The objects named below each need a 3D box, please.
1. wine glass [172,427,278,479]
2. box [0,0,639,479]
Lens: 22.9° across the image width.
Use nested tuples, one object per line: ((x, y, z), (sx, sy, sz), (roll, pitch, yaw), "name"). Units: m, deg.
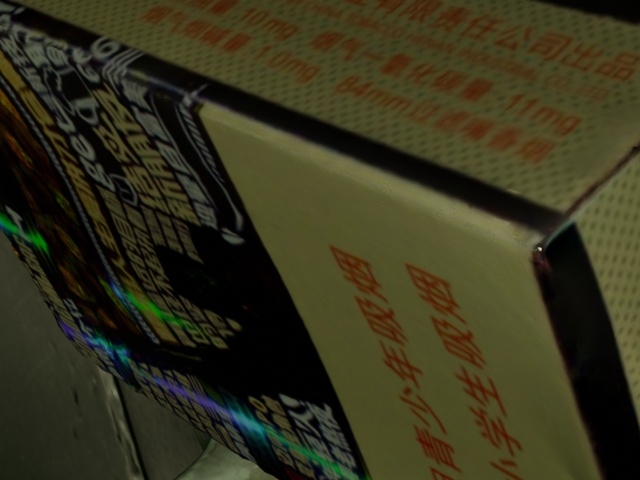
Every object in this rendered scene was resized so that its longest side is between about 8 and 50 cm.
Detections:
((-0.175, 0.152, 0.630), (0.264, 0.309, 0.096), (-10, 106, 48), "wine glass")
((0.000, 0.000, 0.487), (0.310, 0.084, 0.198), (25, 149, 43), "box")
